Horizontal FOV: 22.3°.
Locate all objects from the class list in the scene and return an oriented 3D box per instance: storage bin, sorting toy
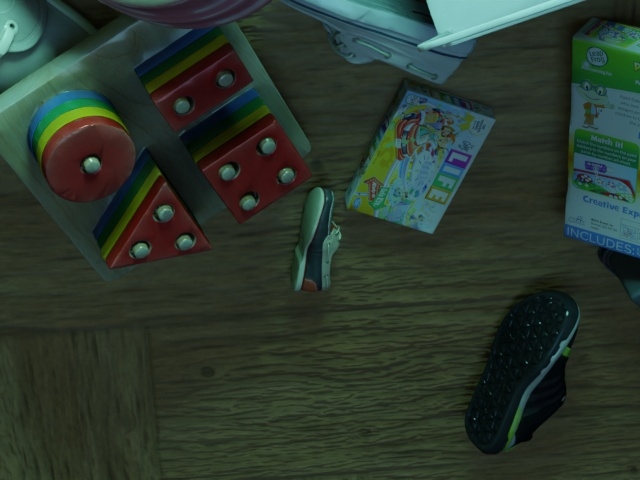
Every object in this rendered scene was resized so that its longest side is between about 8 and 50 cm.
[{"bbox_3d":[0.388,0.046,1.795,0.098,0.091,0.135,-41,121,20],"label":"storage bin"},{"bbox_3d":[-0.153,-0.086,1.571,0.255,0.089,0.257,-33,136,0],"label":"sorting toy"}]

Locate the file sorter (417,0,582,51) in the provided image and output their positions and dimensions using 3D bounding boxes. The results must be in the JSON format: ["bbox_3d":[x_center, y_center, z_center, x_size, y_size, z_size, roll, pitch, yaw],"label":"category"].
[{"bbox_3d":[0.134,-0.314,1.368,0.192,0.173,0.278,-17,98,20],"label":"file sorter"}]

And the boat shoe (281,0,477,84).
[{"bbox_3d":[0.044,-0.204,1.579,0.226,0.083,0.076,18,120,-19],"label":"boat shoe"}]

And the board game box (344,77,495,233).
[{"bbox_3d":[0.103,-0.086,1.704,0.103,0.026,0.154,16,122,-18],"label":"board game box"}]

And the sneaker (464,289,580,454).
[{"bbox_3d":[0.246,0.150,1.876,0.097,0.084,0.235,0,130,-37],"label":"sneaker"}]

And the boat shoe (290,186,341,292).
[{"bbox_3d":[0.000,0.000,1.740,0.043,0.049,0.137,3,127,-13],"label":"boat shoe"}]

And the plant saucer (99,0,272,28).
[{"bbox_3d":[-0.153,-0.327,1.370,0.332,0.084,0.332,15,124,23],"label":"plant saucer"}]

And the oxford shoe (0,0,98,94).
[{"bbox_3d":[-0.357,-0.194,1.511,0.449,0.130,0.169,34,111,-29],"label":"oxford shoe"}]

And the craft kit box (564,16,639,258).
[{"bbox_3d":[0.371,-0.082,1.641,0.249,0.061,0.247,19,134,27],"label":"craft kit box"}]
